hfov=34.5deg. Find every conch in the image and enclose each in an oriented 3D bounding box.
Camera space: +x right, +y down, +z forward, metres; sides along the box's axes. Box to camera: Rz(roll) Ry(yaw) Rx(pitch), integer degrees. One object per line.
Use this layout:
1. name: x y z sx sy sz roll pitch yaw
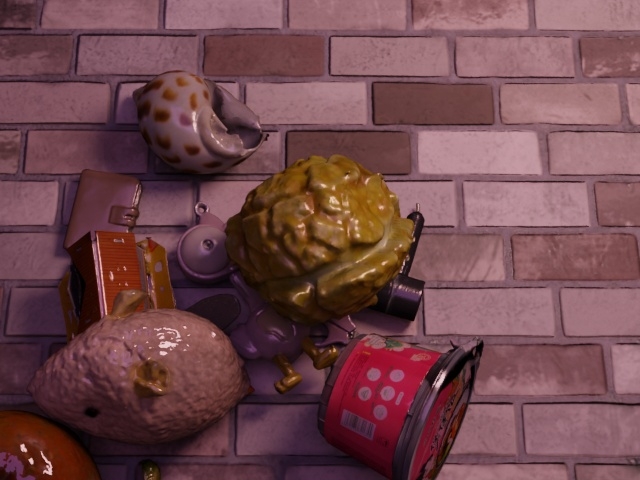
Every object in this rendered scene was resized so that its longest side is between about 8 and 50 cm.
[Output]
1. conch: -0.232 -0.208 1.801 0.148 0.183 0.275 -51 64 26

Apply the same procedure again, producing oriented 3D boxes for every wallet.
1. wallet: -0.376 -0.044 1.794 0.118 0.039 0.152 11 73 5

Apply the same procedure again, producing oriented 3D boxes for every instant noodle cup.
1. instant noodle cup: 0.109 0.254 1.591 0.182 0.258 0.302 21 57 22

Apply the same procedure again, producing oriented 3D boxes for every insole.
1. insole: -0.208 0.133 1.688 0.192 0.010 0.063 -19 83 27

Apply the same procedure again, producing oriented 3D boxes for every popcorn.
1. popcorn: 0.008 -0.005 1.611 0.282 0.247 0.282 16 54 -24

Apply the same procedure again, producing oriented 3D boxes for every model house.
1. model house: -0.353 0.096 1.661 0.207 0.136 0.219 -12 73 11

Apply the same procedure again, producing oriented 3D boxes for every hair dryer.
1. hair dryer: 0.132 0.025 1.763 0.124 0.071 0.219 18 64 7

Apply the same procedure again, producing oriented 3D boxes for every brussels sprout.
1. brussels sprout: -0.279 0.388 1.626 0.051 0.046 0.083 27 70 2

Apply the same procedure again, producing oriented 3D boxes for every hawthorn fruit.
1. hawthorn fruit: -0.456 0.374 1.495 0.268 0.301 0.267 2 70 -5

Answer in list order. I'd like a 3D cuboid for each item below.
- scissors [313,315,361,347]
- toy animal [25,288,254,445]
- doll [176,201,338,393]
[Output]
1. scissors: 0.062 0.166 1.727 0.212 0.021 0.110 30 75 12
2. toy animal: -0.247 0.207 1.575 0.358 0.226 0.188 4 46 -38
3. doll: -0.117 0.083 1.719 0.160 0.094 0.365 -30 72 -14
